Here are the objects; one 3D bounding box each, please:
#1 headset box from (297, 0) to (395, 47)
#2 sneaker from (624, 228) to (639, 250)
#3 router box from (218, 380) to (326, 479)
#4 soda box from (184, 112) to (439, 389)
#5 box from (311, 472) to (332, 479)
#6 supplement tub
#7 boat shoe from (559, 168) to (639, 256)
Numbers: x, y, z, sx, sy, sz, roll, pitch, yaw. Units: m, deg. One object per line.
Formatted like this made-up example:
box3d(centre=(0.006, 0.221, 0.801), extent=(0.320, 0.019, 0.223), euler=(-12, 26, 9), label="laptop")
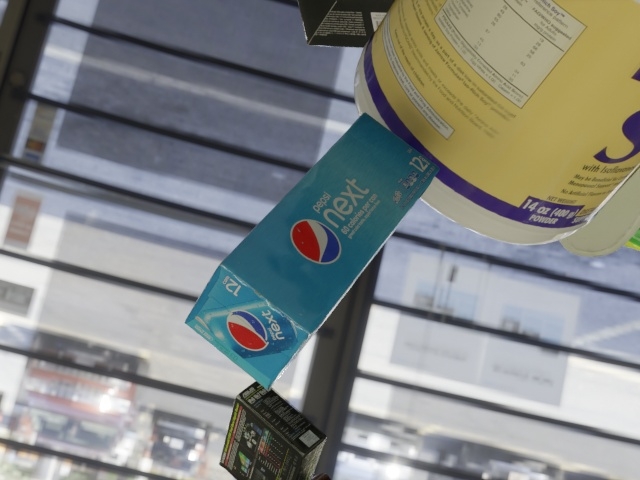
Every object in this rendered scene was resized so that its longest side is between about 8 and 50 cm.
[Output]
box3d(centre=(0.141, -0.308, 1.226), extent=(0.218, 0.293, 0.110), euler=(10, 126, 36), label="headset box")
box3d(centre=(0.512, -0.032, 1.570), extent=(0.296, 0.123, 0.109), euler=(18, -151, 13), label="sneaker")
box3d(centre=(-0.050, 0.210, 1.151), extent=(0.092, 0.038, 0.122), euler=(38, 138, 21), label="router box")
box3d(centre=(0.000, 0.000, 0.774), extent=(0.071, 0.210, 0.067), euler=(38, 132, 3), label="soda box")
box3d(centre=(-0.137, 0.417, 1.324), extent=(0.381, 0.143, 0.191), euler=(-29, -179, 38), label="box")
box3d(centre=(0.198, -0.183, 0.875), extent=(0.241, 0.241, 0.331), euler=(18, 133, -20), label="supplement tub")
box3d(centre=(0.293, -0.120, 1.184), extent=(0.109, 0.091, 0.305), euler=(1, 128, 5), label="boat shoe")
